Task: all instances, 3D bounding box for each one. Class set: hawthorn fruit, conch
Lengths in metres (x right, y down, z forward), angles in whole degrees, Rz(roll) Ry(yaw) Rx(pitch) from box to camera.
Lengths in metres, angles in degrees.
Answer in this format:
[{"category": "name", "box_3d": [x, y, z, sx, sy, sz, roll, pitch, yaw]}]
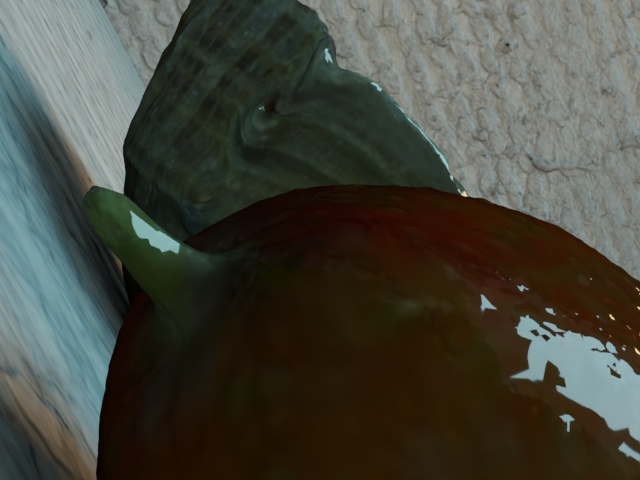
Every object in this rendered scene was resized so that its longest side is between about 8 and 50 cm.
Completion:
[{"category": "hawthorn fruit", "box_3d": [0.021, 0.065, 0.388, 0.251, 0.199, 0.199, 51, 5, -32]}, {"category": "conch", "box_3d": [-0.013, 0.011, 0.740, 0.352, 0.210, 0.297, 31, -25, 45]}]
